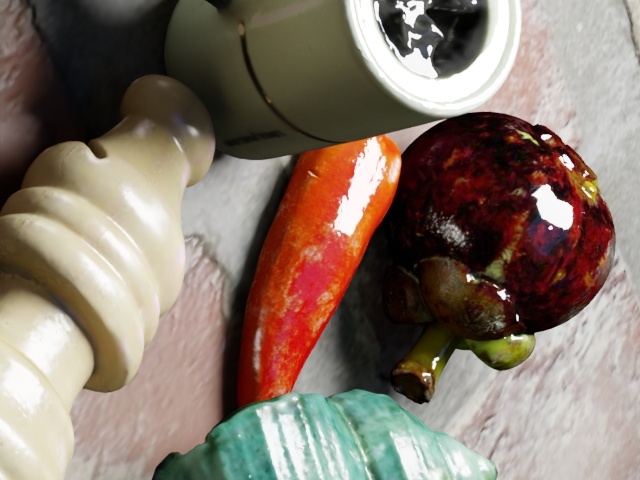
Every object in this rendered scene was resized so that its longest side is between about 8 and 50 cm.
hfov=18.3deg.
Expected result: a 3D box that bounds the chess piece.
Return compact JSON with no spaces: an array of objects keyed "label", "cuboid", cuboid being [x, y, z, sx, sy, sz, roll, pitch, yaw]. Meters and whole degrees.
[{"label":"chess piece","cuboid":[-0.139,0.035,1.087,0.139,0.124,0.307,38,55,-10]}]

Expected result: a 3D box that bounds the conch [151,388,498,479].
[{"label":"conch","cuboid":[0.009,0.167,1.228,0.202,0.134,0.196,-33,155,-28]}]

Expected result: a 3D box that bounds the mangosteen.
[{"label":"mangosteen","cuboid":[0.111,0.003,1.355,0.172,0.172,0.184,-13,144,-50]}]

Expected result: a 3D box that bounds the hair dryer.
[{"label":"hair dryer","cuboid":[-0.077,-0.182,1.109,0.362,0.203,0.128,36,66,-26]}]

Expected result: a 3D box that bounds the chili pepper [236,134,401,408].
[{"label":"chili pepper","cuboid":[0.000,0.000,1.286,0.071,0.063,0.272,35,67,-32]}]
